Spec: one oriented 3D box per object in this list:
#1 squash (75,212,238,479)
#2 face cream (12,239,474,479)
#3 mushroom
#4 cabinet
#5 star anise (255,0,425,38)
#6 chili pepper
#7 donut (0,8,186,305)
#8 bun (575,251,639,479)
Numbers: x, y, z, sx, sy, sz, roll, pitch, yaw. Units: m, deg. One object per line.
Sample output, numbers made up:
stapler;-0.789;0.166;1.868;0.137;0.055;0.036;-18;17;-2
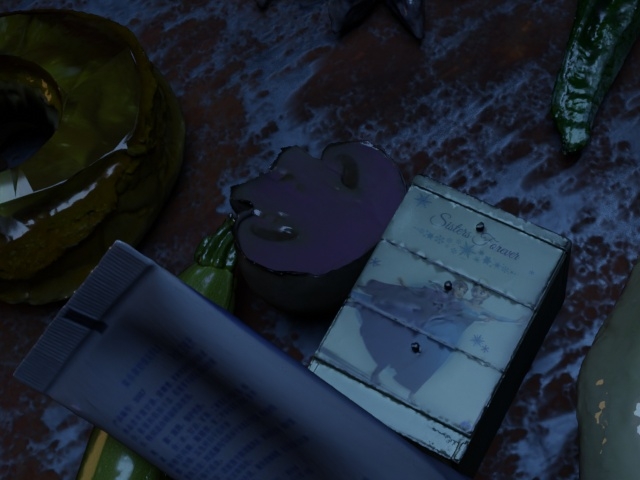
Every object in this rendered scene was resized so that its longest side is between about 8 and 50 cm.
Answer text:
squash;-0.140;0.131;1.083;0.094;0.094;0.341;15;71;14
face cream;-0.029;0.178;0.940;0.420;0.235;0.137;36;49;-9
mushroom;0.000;0.000;1.104;0.141;0.117;0.188;24;45;32
cabinet;0.102;0.083;1.039;0.145;0.150;0.206;25;72;17
star anise;0.051;-0.306;1.265;0.262;0.081;0.230;-15;75;-2
chili pepper;0.274;-0.180;1.189;0.088;0.059;0.227;17;71;10
donut;-0.300;-0.090;1.169;0.329;0.160;0.330;-3;73;9
bun;0.335;0.149;0.945;0.361;0.213;0.361;4;78;-18
